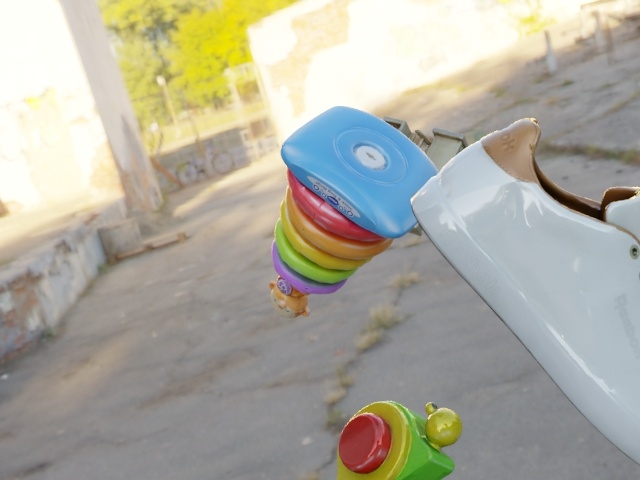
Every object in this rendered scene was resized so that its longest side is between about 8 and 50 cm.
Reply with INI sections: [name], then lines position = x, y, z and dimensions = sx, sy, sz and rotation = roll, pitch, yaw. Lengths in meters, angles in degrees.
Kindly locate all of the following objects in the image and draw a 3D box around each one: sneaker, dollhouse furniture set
[sneaker]
position = 0.197, 0.043, 0.603
dimensions = 0.123, 0.290, 0.106
rotation = -42, 4, 17
[dollhouse furniture set]
position = 0.146, -0.095, 1.543
dimensions = 0.161, 0.101, 0.182
rotation = 19, 72, 31

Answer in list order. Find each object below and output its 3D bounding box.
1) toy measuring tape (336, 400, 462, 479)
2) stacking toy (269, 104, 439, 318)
[toy measuring tape]
position = 0.034, 0.281, 1.084
dimensions = 0.330, 0.121, 0.121
rotation = -40, 0, 25
[stacking toy]
position = 0.000, 0.000, 1.130
dimensions = 0.166, 0.175, 0.302
rotation = -44, -11, -47
